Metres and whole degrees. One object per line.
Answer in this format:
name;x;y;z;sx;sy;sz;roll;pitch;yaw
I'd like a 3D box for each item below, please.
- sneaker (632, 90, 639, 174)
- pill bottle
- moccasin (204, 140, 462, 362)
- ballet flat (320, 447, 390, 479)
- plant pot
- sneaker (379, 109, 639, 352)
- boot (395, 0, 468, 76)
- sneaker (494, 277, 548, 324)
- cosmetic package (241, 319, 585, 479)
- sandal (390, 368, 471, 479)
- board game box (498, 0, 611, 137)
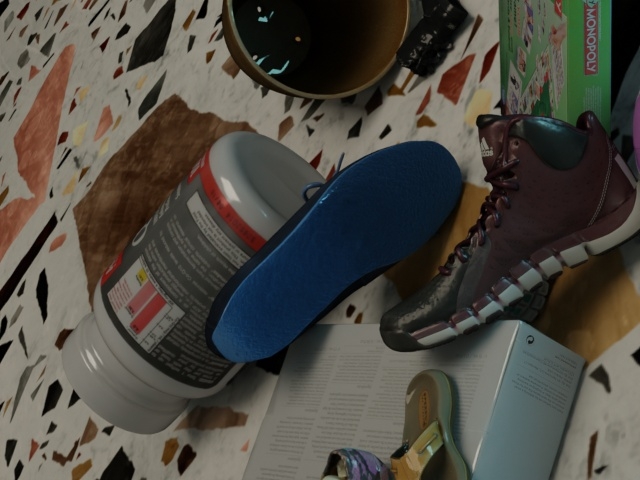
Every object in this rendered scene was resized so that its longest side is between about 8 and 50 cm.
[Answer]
sneaker;0.342;-0.051;1.312;0.161;0.102;0.282;111;157;-57
pill bottle;-0.144;0.059;1.856;0.363;0.210;0.210;-47;31;24
moccasin;0.000;0.000;1.657;0.342;0.138;0.117;-34;8;-22
ballet flat;-0.009;0.288;1.375;0.077;0.079;0.221;8;73;58
plant pot;-0.033;-0.290;2.010;0.237;0.237;0.254;-65;14;-8
sneaker;0.151;-0.026;1.401;0.281;0.162;0.106;-30;12;-4
boot;0.129;-0.261;1.878;0.099;0.045;0.121;-54;29;19
sneaker;0.193;0.024;1.514;0.166;0.065;0.076;-62;12;-8
cosmetic package;0.062;0.226;1.491;0.377;0.097;0.284;-5;58;57
sandal;0.088;0.184;1.339;0.072;0.049;0.180;-39;36;34
board game box;0.221;-0.225;1.473;0.213;0.046;0.317;-115;17;-59
